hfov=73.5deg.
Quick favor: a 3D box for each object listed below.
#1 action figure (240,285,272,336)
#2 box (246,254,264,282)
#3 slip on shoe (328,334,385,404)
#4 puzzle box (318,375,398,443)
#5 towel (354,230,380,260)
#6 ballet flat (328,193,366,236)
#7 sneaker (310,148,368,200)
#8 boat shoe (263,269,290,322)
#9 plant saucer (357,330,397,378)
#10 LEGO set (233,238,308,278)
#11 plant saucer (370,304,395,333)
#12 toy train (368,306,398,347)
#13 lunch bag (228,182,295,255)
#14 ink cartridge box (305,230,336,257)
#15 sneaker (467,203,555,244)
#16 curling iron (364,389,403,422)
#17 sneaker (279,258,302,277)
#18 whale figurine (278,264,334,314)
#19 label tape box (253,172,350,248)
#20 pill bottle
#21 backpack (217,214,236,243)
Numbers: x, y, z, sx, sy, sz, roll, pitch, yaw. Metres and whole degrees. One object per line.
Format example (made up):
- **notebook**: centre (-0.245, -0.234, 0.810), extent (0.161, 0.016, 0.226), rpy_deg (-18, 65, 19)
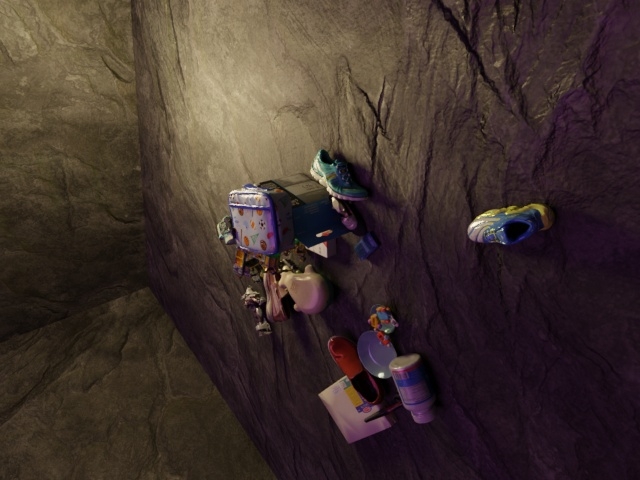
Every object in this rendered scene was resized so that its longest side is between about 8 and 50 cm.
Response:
- **action figure**: centre (-0.349, 0.383, 2.361), extent (0.185, 0.099, 0.285), rpy_deg (-22, 87, 60)
- **box**: centre (-0.341, 0.110, 2.206), extent (0.221, 0.051, 0.175), rpy_deg (69, 159, -1)
- **slip on shoe**: centre (0.147, 0.532, 1.772), extent (0.331, 0.123, 0.101), rpy_deg (54, -174, 17)
- **puzzle box**: centre (0.158, 0.755, 1.951), extent (0.272, 0.052, 0.409), rpy_deg (56, 142, 16)
- **towel**: centre (0.168, 0.021, 1.578), extent (0.067, 0.029, 0.119), rpy_deg (58, 143, 14)
- **ballet flat**: centre (0.091, -0.097, 1.568), extent (0.203, 0.074, 0.074), rpy_deg (60, 143, 6)
- **sneaker**: centre (0.064, -0.228, 1.526), extent (0.275, 0.107, 0.110), rpy_deg (42, 127, 31)
- **boat shoe**: centre (-0.201, 0.242, 2.101), extent (0.116, 0.123, 0.325), rpy_deg (-2, 100, 17)
- **plant saucer**: centre (0.233, 0.445, 1.695), extent (0.194, 0.037, 0.195), rpy_deg (13, 109, 42)
- **LEGO set**: centre (-0.213, 0.078, 1.824), extent (0.254, 0.331, 0.192), rpy_deg (20, 116, 15)
- **plant saucer**: centre (0.243, 0.296, 1.633), extent (0.119, 0.021, 0.120), rpy_deg (28, 128, 41)
- **toy train**: centre (0.242, 0.312, 1.588), extent (0.125, 0.046, 0.166), rpy_deg (45, 141, 25)
- **lunch bag**: centre (-0.221, -0.080, 1.541), extent (0.303, 0.114, 0.244), rpy_deg (10, 113, 47)
- **ink cartridge box**: centre (0.000, 0.000, 1.753), extent (0.135, 0.056, 0.099), rpy_deg (24, 125, 42)
- **sneaker**: centre (0.462, -0.034, 1.103), extent (0.240, 0.126, 0.091), rpy_deg (-24, 89, 53)
- **curling iron**: centre (0.268, 0.671, 1.730), extent (0.068, 0.035, 0.274), rpy_deg (47, 124, 9)
- **sneaker**: centre (-0.105, 0.212, 1.984), extent (0.279, 0.107, 0.118), rpy_deg (60, 161, 15)
- **whale figurine**: centre (-0.058, 0.203, 1.849), extent (0.271, 0.141, 0.217), rpy_deg (24, 105, 36)
- **label tape box**: centre (-0.062, -0.127, 1.615), extent (0.333, 0.240, 0.106), rpy_deg (35, 131, 34)
- **pill bottle**: centre (0.341, 0.534, 1.549), extent (0.124, 0.124, 0.222), rpy_deg (-18, 94, 53)
- **backpack**: centre (-0.432, -0.054, 2.173), extent (0.188, 0.165, 0.145), rpy_deg (-13, 88, 56)
